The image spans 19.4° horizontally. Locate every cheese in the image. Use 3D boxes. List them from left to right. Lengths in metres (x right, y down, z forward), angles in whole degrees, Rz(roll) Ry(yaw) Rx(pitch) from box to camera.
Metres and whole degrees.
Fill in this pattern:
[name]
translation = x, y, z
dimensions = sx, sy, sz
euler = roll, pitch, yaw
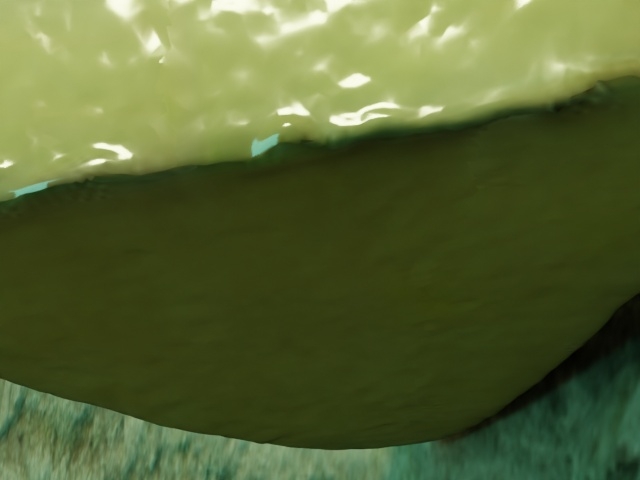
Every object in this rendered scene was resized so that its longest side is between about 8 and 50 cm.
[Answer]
[cheese]
translation = -0.001, 0.001, 0.809
dimensions = 0.384, 0.384, 0.104
euler = -43, 46, 54
